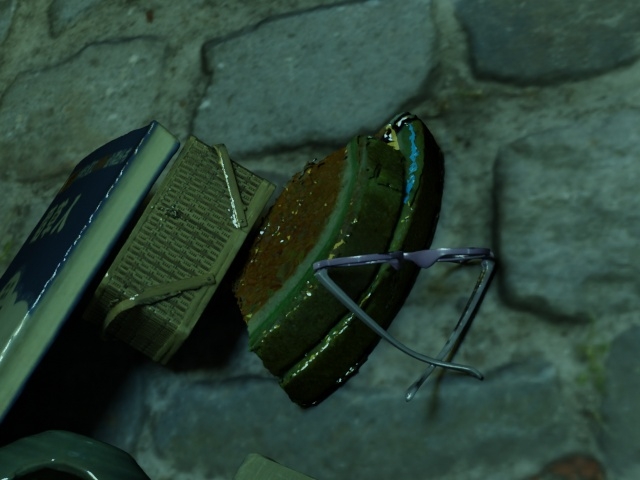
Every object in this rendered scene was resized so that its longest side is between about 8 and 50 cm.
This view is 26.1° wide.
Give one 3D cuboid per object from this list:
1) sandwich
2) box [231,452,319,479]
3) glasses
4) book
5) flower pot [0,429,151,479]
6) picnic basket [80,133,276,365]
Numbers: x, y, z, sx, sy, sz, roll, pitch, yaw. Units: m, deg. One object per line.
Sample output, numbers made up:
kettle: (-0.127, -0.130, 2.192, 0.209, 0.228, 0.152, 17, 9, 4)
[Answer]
sandwich: (0.006, -0.005, 1.054, 0.235, 0.079, 0.159, -51, 42, -6)
box: (0.038, 0.244, 0.774, 0.231, 0.149, 0.155, 11, 63, 45)
glasses: (0.067, 0.058, 0.964, 0.062, 0.140, 0.103, 163, 102, -65)
book: (-0.273, 0.099, 1.136, 0.428, 0.039, 0.300, -60, 16, -15)
flower pot: (-0.194, 0.251, 0.935, 0.157, 0.189, 0.243, 119, 172, -72)
picnic basket: (-0.113, 0.010, 1.092, 0.164, 0.079, 0.115, -61, 7, -24)
